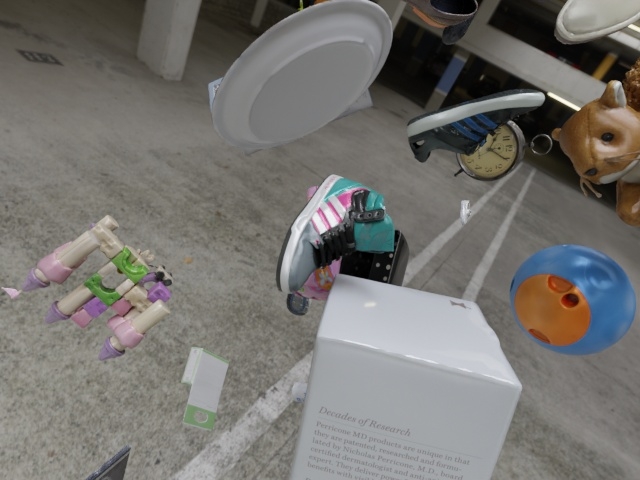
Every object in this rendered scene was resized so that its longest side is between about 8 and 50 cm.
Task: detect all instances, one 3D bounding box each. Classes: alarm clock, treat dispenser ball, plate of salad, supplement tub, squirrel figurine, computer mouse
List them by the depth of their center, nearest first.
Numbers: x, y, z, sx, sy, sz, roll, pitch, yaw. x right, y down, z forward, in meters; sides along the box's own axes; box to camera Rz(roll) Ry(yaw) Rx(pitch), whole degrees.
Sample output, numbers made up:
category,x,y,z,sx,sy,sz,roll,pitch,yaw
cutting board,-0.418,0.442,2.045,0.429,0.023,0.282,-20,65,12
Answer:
category,x,y,z,sx,sy,sz,roll,pitch,yaw
plate of salad,-0.020,-0.161,0.431,0.199,0.199,0.048,-16,72,-51
alarm clock,0.369,-0.190,0.883,0.191,0.130,0.064,5,16,39
squirrel figurine,0.697,-0.220,0.897,0.370,0.397,0.281,21,-15,3
treat dispenser ball,0.655,0.155,1.135,0.287,0.288,0.288,20,30,-12
computer mouse,0.454,-0.687,1.271,0.071,0.242,0.041,14,42,-32
supplement tub,-0.043,0.555,1.565,0.107,0.071,0.071,-4,17,27

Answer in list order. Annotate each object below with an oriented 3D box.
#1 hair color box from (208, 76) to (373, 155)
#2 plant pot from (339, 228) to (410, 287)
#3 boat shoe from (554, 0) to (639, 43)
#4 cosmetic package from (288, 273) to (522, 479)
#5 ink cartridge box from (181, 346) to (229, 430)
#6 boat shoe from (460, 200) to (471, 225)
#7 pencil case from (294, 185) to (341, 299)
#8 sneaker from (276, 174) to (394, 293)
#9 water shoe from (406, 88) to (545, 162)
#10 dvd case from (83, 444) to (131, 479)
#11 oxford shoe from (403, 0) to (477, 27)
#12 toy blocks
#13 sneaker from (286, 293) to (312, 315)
category,x,y,z,sx,sy,sz,roll,pitch,yaw
hair color box,-0.073,-0.371,1.097,0.185,0.374,0.114,52,22,-58
plant pot,0.178,0.065,1.343,0.187,0.188,0.167,11,-8,36
boat shoe,0.607,-0.490,0.857,0.117,0.324,0.097,55,4,3
cosmetic package,0.136,0.325,0.851,0.327,0.394,0.329,12,15,5
ink cartridge box,-0.397,0.498,1.442,0.056,0.171,0.235,-2,59,23
boat shoe,0.534,-0.102,1.577,0.035,0.035,0.100,41,52,-48
pencil case,0.000,0.000,1.054,0.124,0.124,0.285,17,68,-18
sneaker,0.050,-0.002,0.827,0.178,0.124,0.296,16,54,20
water shoe,0.239,-0.176,0.671,0.203,0.080,0.073,-8,20,28
dvd case,-0.578,0.659,1.115,0.018,0.222,0.164,28,24,16
oxford shoe,0.205,-0.609,0.975,0.363,0.130,0.133,14,19,-23
toy blocks,-0.558,0.128,1.068,0.289,0.260,0.309,52,-5,-22
sneaker,-0.057,0.127,1.614,0.110,0.298,0.129,16,12,12
